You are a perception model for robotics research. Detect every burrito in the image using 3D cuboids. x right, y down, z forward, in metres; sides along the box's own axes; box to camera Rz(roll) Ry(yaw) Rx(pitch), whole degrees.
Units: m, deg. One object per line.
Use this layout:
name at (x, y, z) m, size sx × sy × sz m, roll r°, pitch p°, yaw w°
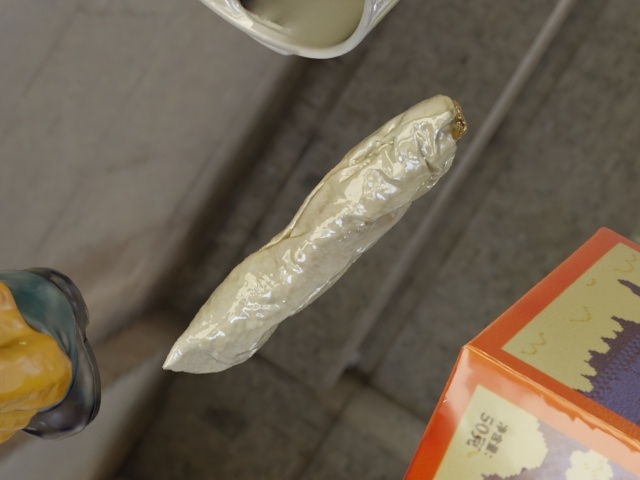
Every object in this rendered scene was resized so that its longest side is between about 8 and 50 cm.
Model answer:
burrito at (0.000, 0.000, 1.807) m, size 0.392 × 0.076 × 0.117 m, roll -44°, pitch 170°, yaw 24°

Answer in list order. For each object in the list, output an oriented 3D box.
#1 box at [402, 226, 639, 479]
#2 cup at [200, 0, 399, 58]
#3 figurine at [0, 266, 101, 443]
box at (0.207, 0.227, 1.433) m, size 0.318 × 0.257 × 0.349 m, roll -32°, pitch 148°, yaw -61°
cup at (0.008, -0.257, 1.342) m, size 0.257 × 0.219 × 0.290 m, roll -47°, pitch 161°, yaw -30°
figurine at (-0.213, 0.056, 0.828) m, size 0.332 × 0.185 × 0.205 m, roll -56°, pitch 141°, yaw -64°
